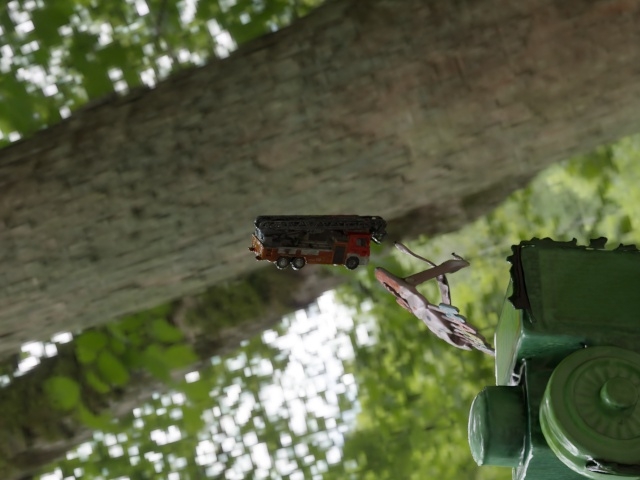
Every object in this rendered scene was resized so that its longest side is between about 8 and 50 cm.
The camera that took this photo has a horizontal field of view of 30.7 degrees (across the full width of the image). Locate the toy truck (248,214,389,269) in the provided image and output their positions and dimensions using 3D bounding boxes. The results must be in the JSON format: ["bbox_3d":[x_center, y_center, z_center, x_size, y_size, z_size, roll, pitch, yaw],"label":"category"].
[{"bbox_3d":[0.000,0.000,0.690,0.024,0.083,0.032,-137,53,-63],"label":"toy truck"}]

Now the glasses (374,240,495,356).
[{"bbox_3d":[0.166,0.076,1.383,0.162,0.095,0.255,41,-178,26],"label":"glasses"}]

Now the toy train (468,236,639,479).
[{"bbox_3d":[0.239,0.105,0.809,0.159,0.272,0.188,91,-179,-55],"label":"toy train"}]
